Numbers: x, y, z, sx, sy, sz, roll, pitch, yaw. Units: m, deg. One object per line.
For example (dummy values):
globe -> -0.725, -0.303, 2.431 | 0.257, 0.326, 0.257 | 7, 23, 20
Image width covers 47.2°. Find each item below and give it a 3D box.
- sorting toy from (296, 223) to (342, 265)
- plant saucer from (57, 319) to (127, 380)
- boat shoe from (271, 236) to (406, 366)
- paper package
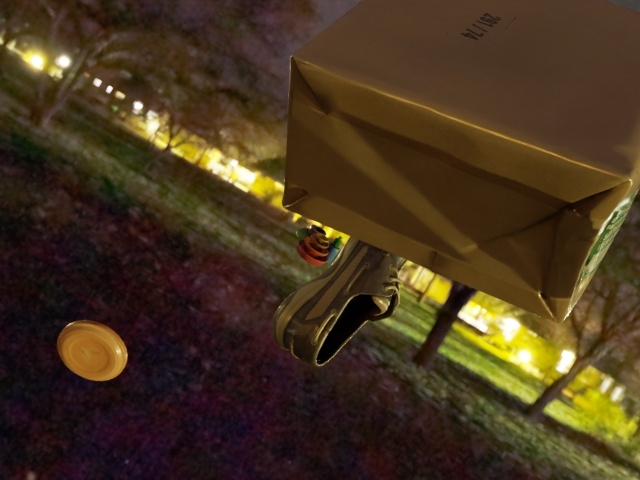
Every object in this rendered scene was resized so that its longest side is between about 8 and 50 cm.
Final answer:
sorting toy -> 0.000, 0.000, 1.044 | 0.061, 0.042, 0.102 | 30, 21, -12
plant saucer -> -0.267, 0.131, 0.853 | 0.083, 0.083, 0.013 | 30, 29, -8
boat shoe -> 0.081, 0.082, 1.261 | 0.130, 0.355, 0.132 | 41, -7, 36
paper package -> 0.162, -0.128, 0.720 | 0.309, 0.168, 0.325 | 23, 44, 17
